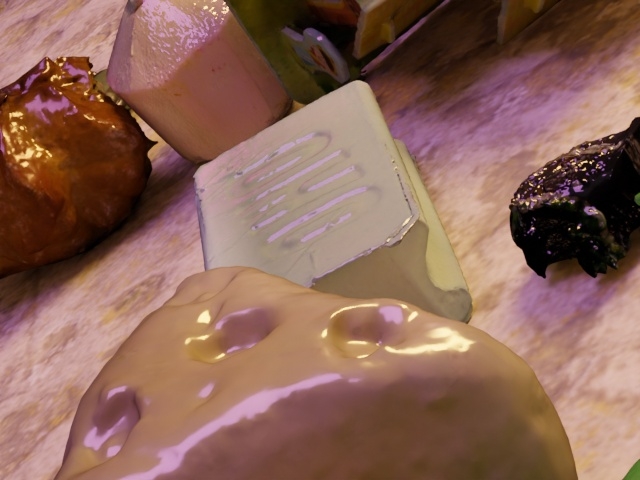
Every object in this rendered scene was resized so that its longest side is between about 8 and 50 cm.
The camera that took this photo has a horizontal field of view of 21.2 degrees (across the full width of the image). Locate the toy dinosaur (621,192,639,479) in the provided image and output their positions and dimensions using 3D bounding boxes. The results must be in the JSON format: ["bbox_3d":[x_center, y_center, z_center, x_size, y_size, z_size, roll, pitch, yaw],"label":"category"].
[{"bbox_3d":[0.220,0.104,0.591,0.500,0.144,0.374,-20,34,43],"label":"toy dinosaur"}]

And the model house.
[{"bbox_3d":[0.072,-0.295,1.246,0.300,0.340,0.323,-40,24,-13],"label":"model house"}]

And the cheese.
[{"bbox_3d":[-0.021,0.134,0.820,0.251,0.173,0.248,2,43,47],"label":"cheese"}]

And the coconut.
[{"bbox_3d":[-0.107,-0.155,1.447,0.147,0.152,0.147,-30,31,20],"label":"coconut"}]

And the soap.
[{"bbox_3d":[0.000,0.000,1.114,0.150,0.094,0.261,-33,24,8],"label":"soap"}]

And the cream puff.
[{"bbox_3d":[-0.253,-0.059,1.498,0.269,0.155,0.241,-24,21,41],"label":"cream puff"}]

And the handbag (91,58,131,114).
[{"bbox_3d":[-0.212,-0.140,1.699,0.072,0.047,0.111,-31,23,15],"label":"handbag"}]

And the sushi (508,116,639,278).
[{"bbox_3d":[0.152,-0.022,0.995,0.083,0.056,0.084,-3,40,51],"label":"sushi"}]
